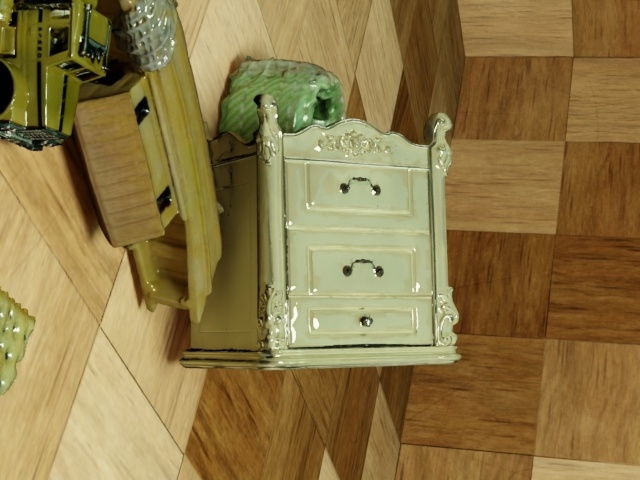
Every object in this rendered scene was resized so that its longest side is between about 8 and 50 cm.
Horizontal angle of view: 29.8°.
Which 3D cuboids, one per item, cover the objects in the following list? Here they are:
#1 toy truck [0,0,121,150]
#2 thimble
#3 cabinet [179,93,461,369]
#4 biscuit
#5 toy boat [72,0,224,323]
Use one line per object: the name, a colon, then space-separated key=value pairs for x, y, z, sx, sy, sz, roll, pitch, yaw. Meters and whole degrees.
toy truck: x=-0.247 y=-0.213 z=1.089 sx=0.127 sy=0.127 sz=0.257 roll=24 pitch=73 yaw=-75
thimble: x=-0.051 y=-0.161 z=1.748 sx=0.219 sy=0.150 sz=0.219 roll=4 pitch=90 yaw=-75
cabinet: x=0.000 y=0.000 z=1.517 sx=0.289 sy=0.227 sz=0.318 roll=2 pitch=84 yaw=-32
biscuit: x=-0.319 y=0.092 z=1.072 sx=0.203 sy=0.016 sz=0.144 roll=63 pitch=33 yaw=-59
toy boat: x=-0.191 y=-0.091 z=1.302 sx=0.162 sy=0.135 sz=0.446 roll=-59 pitch=150 yaw=-42
